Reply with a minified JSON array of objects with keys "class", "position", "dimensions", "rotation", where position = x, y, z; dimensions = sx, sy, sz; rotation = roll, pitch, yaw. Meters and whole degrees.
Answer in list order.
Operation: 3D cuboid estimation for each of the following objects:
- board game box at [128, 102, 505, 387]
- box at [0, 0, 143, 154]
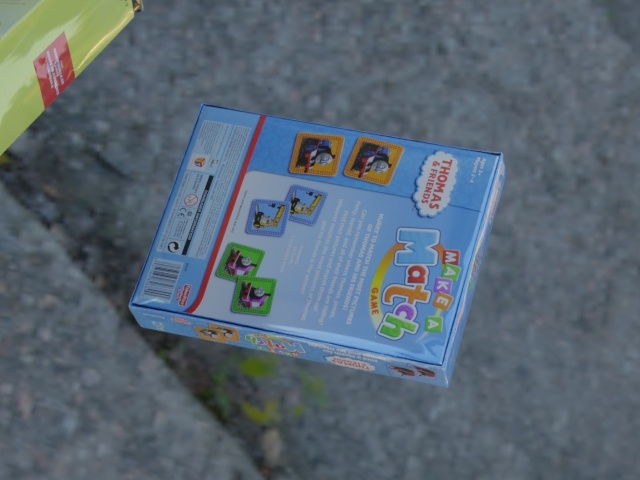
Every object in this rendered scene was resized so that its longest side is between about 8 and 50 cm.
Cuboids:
[{"class":"board game box","position":[0.000,0.000,1.230],"dimensions":[0.039,0.211,0.160],"rotation":[72,32,-60]},{"class":"box","position":[-0.182,-0.096,0.994],"dimensions":[0.232,0.087,0.058],"rotation":[-57,142,-52]}]
